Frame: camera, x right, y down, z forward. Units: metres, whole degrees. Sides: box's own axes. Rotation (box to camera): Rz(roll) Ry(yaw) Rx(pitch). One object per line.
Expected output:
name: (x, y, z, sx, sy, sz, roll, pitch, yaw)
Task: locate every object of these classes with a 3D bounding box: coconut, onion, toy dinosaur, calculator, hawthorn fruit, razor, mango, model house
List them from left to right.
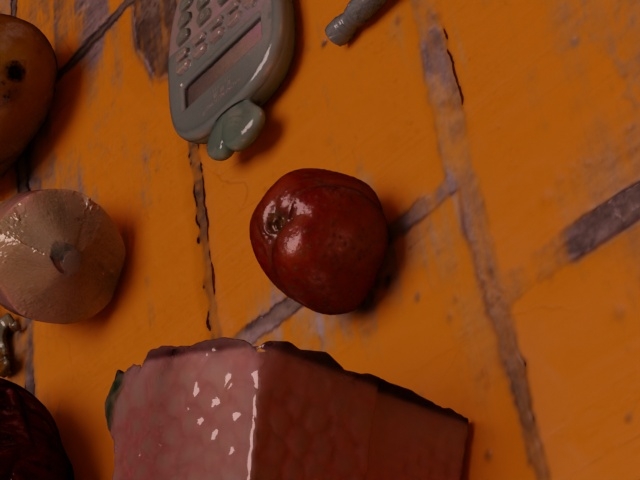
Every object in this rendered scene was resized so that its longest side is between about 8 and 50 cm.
mango: (-0.430, -0.156, 1.879, 0.316, 0.146, 0.192, -38, 38, 44)
onion: (-0.351, 0.249, 1.537, 0.221, 0.281, 0.280, -11, 60, 12)
toy dinosaur: (-0.415, 0.111, 1.821, 0.212, 0.057, 0.142, -32, 69, 54)
coconut: (-0.289, 0.016, 1.618, 0.153, 0.147, 0.147, 3, 75, 61)
calculator: (-0.092, -0.201, 1.561, 0.184, 0.042, 0.295, -38, 44, 35)
model house: (-0.036, 0.221, 1.122, 0.202, 0.237, 0.237, -13, 62, 41)
hawthorn fruit: (0.000, 0.000, 1.286, 0.128, 0.128, 0.128, -26, 54, 43)
razor: (0.079, -0.252, 1.360, 0.232, 0.068, 0.106, -43, 43, 38)
